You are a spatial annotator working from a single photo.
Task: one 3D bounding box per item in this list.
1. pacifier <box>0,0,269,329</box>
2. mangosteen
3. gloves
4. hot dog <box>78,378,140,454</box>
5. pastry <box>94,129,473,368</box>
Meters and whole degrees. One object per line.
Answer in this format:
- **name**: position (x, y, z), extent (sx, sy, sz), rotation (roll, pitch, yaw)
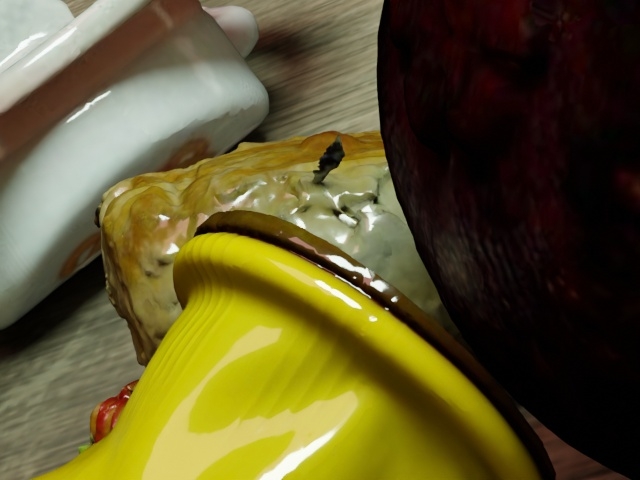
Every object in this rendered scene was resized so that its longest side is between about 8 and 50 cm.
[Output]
- **pacifier**: position (-0.145, -0.086, 0.781), extent (0.332, 0.273, 0.220), rotation (-40, 44, -15)
- **mangosteen**: position (0.145, -0.044, 0.441), extent (0.265, 0.228, 0.228), rotation (3, 16, -24)
- **gloves**: position (-0.077, 0.136, 0.415), extent (0.294, 0.116, 0.133), rotation (-48, 18, -19)
- **hot dog**: position (-0.029, 0.070, 0.582), extent (0.144, 0.038, 0.062), rotation (6, 45, 50)
- **pastry**: position (-0.001, 0.005, 0.587), extent (0.153, 0.081, 0.153), rotation (-13, 6, 1)
